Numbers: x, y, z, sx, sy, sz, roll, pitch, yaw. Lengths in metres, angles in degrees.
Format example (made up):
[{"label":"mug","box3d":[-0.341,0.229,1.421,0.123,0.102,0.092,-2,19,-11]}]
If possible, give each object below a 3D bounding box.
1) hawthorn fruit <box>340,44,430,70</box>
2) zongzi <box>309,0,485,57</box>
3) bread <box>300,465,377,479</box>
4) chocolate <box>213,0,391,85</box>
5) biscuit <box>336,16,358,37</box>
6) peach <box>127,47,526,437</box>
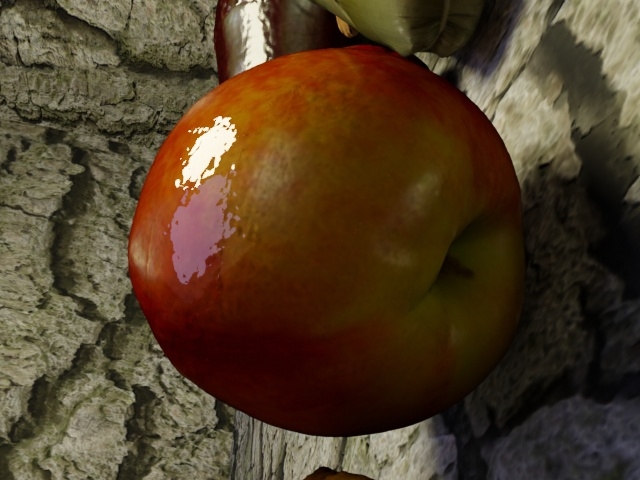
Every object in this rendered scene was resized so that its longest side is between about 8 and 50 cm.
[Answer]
[{"label":"hawthorn fruit","box3d":[0.037,-0.179,0.938,0.230,0.266,0.210,-173,88,-79]},{"label":"zongzi","box3d":[0.032,-0.346,0.838,0.447,0.419,0.181,-91,6,-57]},{"label":"bread","box3d":[0.062,0.259,0.458,0.232,0.247,0.135,-34,30,63]},{"label":"chocolate","box3d":[-0.015,-0.307,1.219,0.383,0.384,0.331,125,139,-63]},{"label":"biscuit","box3d":[0.119,-0.456,1.102,0.280,0.183,0.043,-52,38,-14]},{"label":"peach","box3d":[0.000,0.000,0.625,0.388,0.389,0.387,-169,90,-79]}]
